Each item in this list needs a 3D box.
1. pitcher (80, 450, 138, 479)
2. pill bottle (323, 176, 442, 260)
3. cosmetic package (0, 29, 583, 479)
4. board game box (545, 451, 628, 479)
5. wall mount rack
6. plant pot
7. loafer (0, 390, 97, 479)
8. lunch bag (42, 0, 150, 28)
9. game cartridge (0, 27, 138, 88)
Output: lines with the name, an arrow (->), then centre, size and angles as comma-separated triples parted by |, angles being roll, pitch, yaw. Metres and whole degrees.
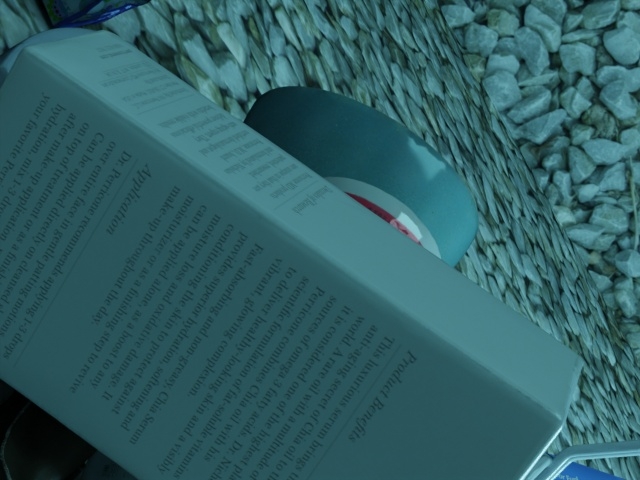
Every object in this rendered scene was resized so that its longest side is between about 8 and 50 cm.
pitcher -> -0.106, 0.260, 1.216 | 0.207, 0.125, 0.177 | 59, 15, -30
pill bottle -> -0.029, 0.102, 1.396 | 0.176, 0.176, 0.318 | 56, 50, -25
cosmetic package -> -0.059, 0.064, 1.130 | 0.453, 0.230, 0.161 | 36, 19, 6
board game box -> 0.283, 0.381, 1.938 | 0.347, 0.078, 0.233 | 21, 40, -23
wall mount rack -> 0.288, 0.283, 1.671 | 0.130, 0.304, 0.350 | 46, 1, 13
plant pot -> 0.000, 0.000, 1.665 | 0.290, 0.290, 0.195 | 51, 60, -36
loafer -> -0.204, 0.143, 1.169 | 0.080, 0.078, 0.220 | 58, 20, -20
lunch bag -> -0.242, -0.297, 1.586 | 0.129, 0.096, 0.151 | 63, 29, -4
game cartridge -> -0.218, -0.111, 1.462 | 0.196, 0.060, 0.294 | 63, 19, -1
